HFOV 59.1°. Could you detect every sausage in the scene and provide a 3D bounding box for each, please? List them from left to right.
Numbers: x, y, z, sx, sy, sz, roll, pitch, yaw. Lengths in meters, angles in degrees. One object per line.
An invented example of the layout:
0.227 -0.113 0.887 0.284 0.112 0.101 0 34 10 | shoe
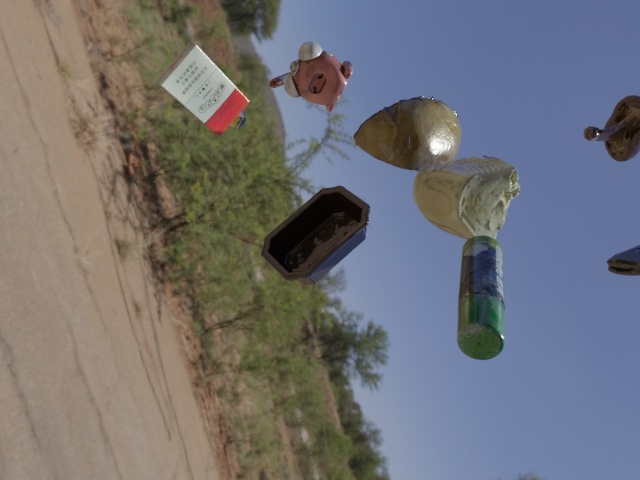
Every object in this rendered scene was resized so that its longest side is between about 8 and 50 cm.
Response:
-0.119 -0.484 1.708 0.031 0.107 0.031 24 -50 32 | sausage

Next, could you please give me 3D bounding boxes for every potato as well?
0.206 -0.198 1.083 0.100 0.261 0.120 61 -41 36 | potato

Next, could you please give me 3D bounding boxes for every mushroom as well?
0.899 -0.331 1.758 0.148 0.217 0.227 -120 -161 -45 | mushroom

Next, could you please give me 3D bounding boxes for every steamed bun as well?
0.447 -0.108 1.734 0.290 0.273 0.272 -151 -127 -70 | steamed bun

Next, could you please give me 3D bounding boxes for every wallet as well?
0.879 0.023 1.444 0.168 0.245 0.052 -178 -114 -80 | wallet

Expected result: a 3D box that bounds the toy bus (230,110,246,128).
-0.298 -0.437 1.877 0.057 0.072 0.172 -53 -140 25 | toy bus

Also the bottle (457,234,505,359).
0.334 0.108 1.173 0.330 0.093 0.093 -64 147 -56 | bottle

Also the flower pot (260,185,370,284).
0.000 0.000 1.290 0.179 0.251 0.084 40 -13 43 | flower pot

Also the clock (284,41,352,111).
-0.010 -0.455 1.579 0.093 0.162 0.166 -88 -156 -52 | clock

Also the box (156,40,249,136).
-0.302 -0.391 1.488 0.035 0.139 0.245 41 2 35 | box
